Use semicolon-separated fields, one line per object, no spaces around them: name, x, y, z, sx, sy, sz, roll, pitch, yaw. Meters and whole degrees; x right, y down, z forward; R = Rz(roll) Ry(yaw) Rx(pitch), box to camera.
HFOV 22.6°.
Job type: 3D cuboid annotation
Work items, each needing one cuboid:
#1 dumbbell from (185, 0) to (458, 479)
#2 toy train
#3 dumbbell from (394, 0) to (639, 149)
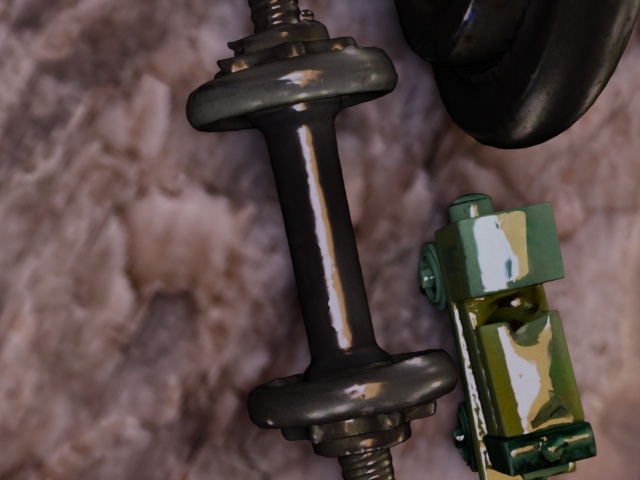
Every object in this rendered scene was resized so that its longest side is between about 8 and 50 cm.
dumbbell;0.000;0.000;0.590;0.082;0.081;0.253;-11;89;-12
toy train;0.072;0.040;0.603;0.050;0.081;0.122;-11;85;-10
dumbbell;0.140;-0.127;0.575;0.290;0.192;0.192;1;85;-12
